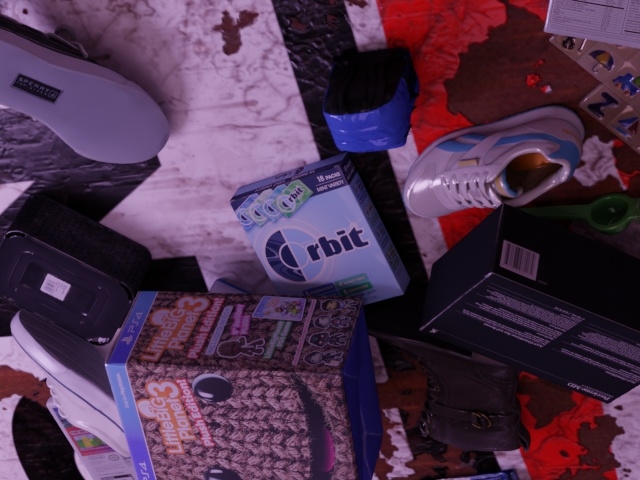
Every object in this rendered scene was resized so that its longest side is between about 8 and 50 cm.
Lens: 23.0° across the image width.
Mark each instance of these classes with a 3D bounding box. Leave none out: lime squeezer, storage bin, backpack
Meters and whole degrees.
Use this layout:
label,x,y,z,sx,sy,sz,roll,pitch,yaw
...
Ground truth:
label,x,y,z,sx,sy,sz,roll,pitch,yaw
lime squeezer,0.356,-0.014,1.822,0.310,0.059,0.110,17,159,-1
storage bin,-0.322,0.039,2.012,0.180,0.084,0.122,27,129,-7
backpack,0.061,-0.146,1.743,0.098,0.120,0.101,-10,123,21

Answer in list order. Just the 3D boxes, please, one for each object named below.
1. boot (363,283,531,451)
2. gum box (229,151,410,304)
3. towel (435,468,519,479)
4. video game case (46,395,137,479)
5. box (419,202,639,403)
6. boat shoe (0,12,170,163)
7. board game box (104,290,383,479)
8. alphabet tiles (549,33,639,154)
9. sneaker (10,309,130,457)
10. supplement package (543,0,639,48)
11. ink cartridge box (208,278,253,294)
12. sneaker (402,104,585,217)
label,x,y,z,sx,sy,sz,roll,pitch,yaw
boot,0.148,0.177,1.994,0.263,0.091,0.229,16,138,12
gum box,0.000,0.000,1.909,0.157,0.041,0.184,-17,113,26
towel,0.170,0.415,2.202,0.285,0.034,0.209,-13,123,23
video game case,-0.260,0.277,2.218,0.201,0.023,0.183,-11,123,23
box,0.274,0.078,1.816,0.261,0.103,0.184,22,147,-14
boat shoe,-0.312,-0.187,1.821,0.306,0.105,0.113,19,122,-32
board game box,-0.086,0.196,1.927,0.291,0.141,0.232,1,127,15
alphabet tiles,0.375,-0.185,1.703,0.237,0.009,0.198,36,127,-13
sneaker,-0.326,0.199,2.112,0.258,0.094,0.091,43,116,-6
supplement package,0.308,-0.319,1.497,0.149,0.194,0.203,10,129,6
ink cartridge box,-0.114,0.162,2.052,0.139,0.082,0.191,25,130,-4
sneaker,0.188,-0.077,1.781,0.228,0.092,0.087,-23,119,30
